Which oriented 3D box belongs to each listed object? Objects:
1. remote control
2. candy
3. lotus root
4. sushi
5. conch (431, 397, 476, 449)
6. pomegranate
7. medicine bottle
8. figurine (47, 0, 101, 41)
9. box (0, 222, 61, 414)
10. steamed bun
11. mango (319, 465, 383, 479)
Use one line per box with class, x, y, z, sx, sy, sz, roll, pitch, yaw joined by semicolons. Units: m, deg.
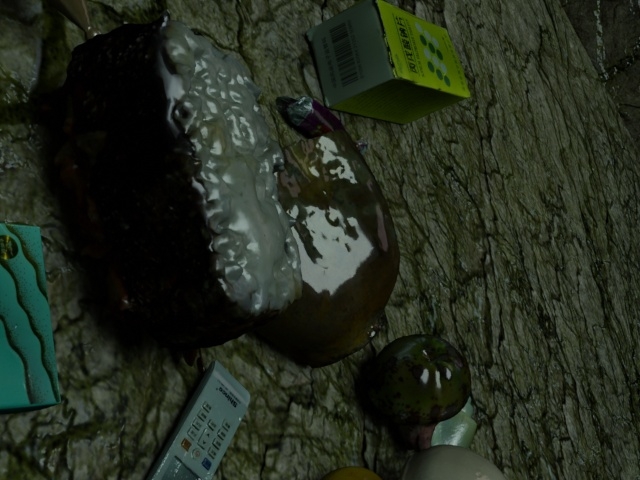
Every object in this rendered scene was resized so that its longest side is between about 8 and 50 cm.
remote control;-0.123;0.198;0.823;0.061;0.029;0.162;50;43;-21
candy;0.001;-0.167;1.174;0.175;0.045;0.043;31;35;-42
lotus root;-0.002;0.014;0.987;0.267;0.149;0.260;-24;91;-52
sushi;-0.134;-0.040;0.808;0.196;0.182;0.343;-10;84;-58
conch;0.186;0.261;1.166;0.088;0.065;0.180;60;36;-27
pomegranate;0.134;0.206;1.078;0.138;0.125;0.163;-9;86;-22
medicine bottle;0.112;-0.281;1.306;0.250;0.141;0.137;-1;76;-53
figurine;-0.309;-0.364;0.756;0.386;0.166;0.207;62;10;-6
box;-0.315;0.058;0.627;0.226;0.042;0.160;8;67;-51
steamed bun;0.175;0.364;0.978;0.232;0.145;0.231;-3;90;-72
mango;0.020;0.313;0.910;0.161;0.076;0.103;-11;87;-53
